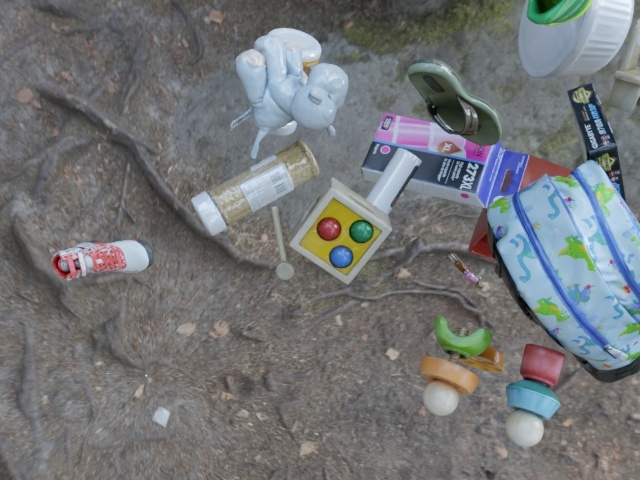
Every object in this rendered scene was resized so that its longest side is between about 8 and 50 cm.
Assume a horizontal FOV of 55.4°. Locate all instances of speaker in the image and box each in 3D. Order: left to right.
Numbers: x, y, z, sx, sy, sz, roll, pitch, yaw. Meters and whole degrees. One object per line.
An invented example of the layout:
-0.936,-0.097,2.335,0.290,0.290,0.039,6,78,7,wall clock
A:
0.140,-0.112,1.203,0.055,0.055,0.136,32,92,-7,speaker

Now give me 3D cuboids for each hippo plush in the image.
-0.069,-0.370,1.504,0.294,0.237,0.234,-58,139,-19,hippo plush

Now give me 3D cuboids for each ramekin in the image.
0.561,-0.486,1.338,0.127,0.273,0.272,4,77,-12,ramekin

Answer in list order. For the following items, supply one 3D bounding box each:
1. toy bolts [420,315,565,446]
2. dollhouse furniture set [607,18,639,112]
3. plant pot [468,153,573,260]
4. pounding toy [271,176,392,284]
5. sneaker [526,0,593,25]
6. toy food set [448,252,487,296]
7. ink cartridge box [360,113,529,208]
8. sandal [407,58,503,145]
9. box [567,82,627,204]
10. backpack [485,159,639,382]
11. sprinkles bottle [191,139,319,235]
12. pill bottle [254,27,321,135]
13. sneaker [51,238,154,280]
0.295,0.258,1.058,0.229,0.218,0.158,13,70,27,toy bolts
0.734,-0.285,1.021,0.303,0.173,0.356,-25,41,-37,dollhouse furniture set
0.611,-0.084,1.745,0.267,0.267,0.235,19,57,-6,plant pot
-0.011,-0.001,1.065,0.181,0.094,0.206,34,107,-10,pounding toy
0.353,-0.451,0.872,0.124,0.109,0.295,-33,132,-27,sneaker
0.309,0.064,1.280,0.019,0.078,0.122,-45,59,17,toy food set
0.300,-0.191,1.478,0.371,0.069,0.175,16,67,17,ink cartridge box
0.283,-0.279,1.320,0.303,0.120,0.086,28,67,-38,sandal
0.545,-0.169,1.194,0.051,0.220,0.175,-16,50,22,box
0.401,0.035,0.956,0.356,0.273,0.290,22,48,-31,backpack
-0.180,-0.148,1.710,0.356,0.121,0.121,-30,87,-10,sprinkles bottle
-0.105,-0.455,1.770,0.162,0.278,0.162,10,42,-9,pill bottle
-0.561,0.055,1.551,0.145,0.270,0.090,-29,117,-53,sneaker
